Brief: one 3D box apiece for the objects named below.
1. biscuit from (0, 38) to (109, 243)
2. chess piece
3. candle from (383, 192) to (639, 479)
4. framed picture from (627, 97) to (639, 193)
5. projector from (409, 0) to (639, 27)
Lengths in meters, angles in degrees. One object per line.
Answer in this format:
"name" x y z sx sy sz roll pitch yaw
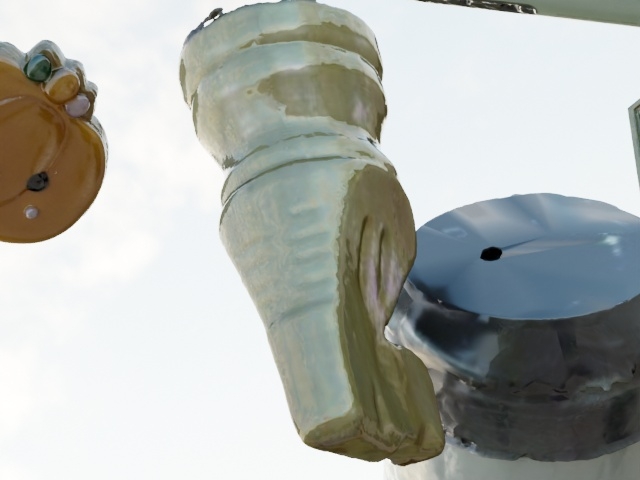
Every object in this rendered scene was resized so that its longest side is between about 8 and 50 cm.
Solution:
"biscuit" -0.235 -0.073 1.144 0.170 0.170 0.050 -54 20 25
"chess piece" 0.000 0.000 0.924 0.137 0.300 0.137 -9 -33 -6
"candle" 0.150 0.147 1.099 0.221 0.221 0.342 -29 -49 -35
"framed picture" 0.368 -0.132 1.433 0.010 0.136 0.201 25 -45 -25
"projector" 0.267 -0.313 1.773 0.108 0.338 0.108 8 -90 -83
